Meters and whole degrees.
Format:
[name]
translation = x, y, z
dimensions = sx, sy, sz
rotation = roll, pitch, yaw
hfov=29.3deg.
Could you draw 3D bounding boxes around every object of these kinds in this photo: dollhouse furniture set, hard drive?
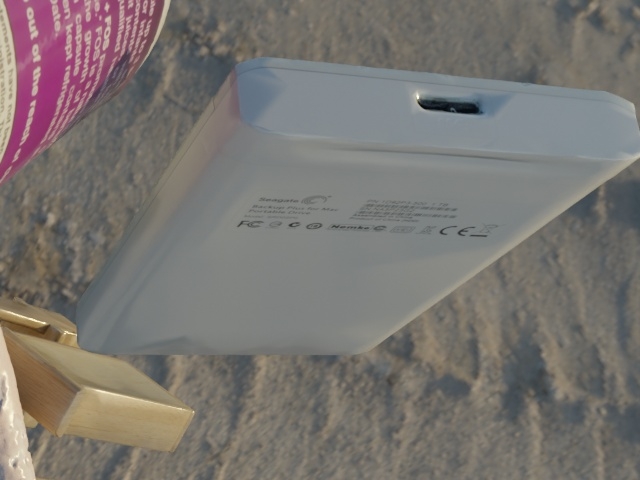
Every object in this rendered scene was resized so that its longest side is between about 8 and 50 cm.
[dollhouse furniture set]
translation = -0.293, 0.264, 1.113
dimensions = 0.303, 0.355, 0.174
rotation = 31, 2, 34
[hard drive]
translation = 0.000, 0.000, 0.668
dimensions = 0.203, 0.307, 0.040
rotation = 2, 68, -23

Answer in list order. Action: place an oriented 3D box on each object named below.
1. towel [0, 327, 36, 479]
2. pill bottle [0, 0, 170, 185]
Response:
[towel]
translation = -0.340, 0.086, 1.055
dimensions = 0.053, 0.317, 0.332
rotation = -19, 106, -32
[pill bottle]
translation = -0.158, -0.103, 0.480
dimensions = 0.169, 0.169, 0.301
rotation = 39, 31, -4
